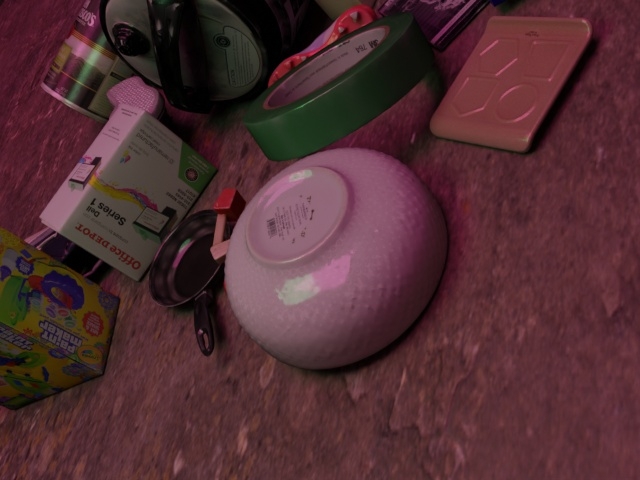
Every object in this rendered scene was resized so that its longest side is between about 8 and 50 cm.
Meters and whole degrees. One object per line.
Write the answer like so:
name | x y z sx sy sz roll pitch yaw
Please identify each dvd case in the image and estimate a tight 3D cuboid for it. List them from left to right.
dvd case | 0.210 -0.429 1.376 0.164 0.018 0.221 -45 38 5

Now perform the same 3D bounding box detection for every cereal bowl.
cereal bowl | 0.000 0.000 1.105 0.339 0.141 0.338 -17 51 22

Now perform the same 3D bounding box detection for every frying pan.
frying pan | -0.194 0.057 1.357 0.197 0.053 0.326 -54 41 -3

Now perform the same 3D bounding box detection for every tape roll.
tape roll | 0.027 -0.251 1.276 0.321 0.077 0.321 -29 21 12

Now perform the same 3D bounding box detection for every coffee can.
coffee can | -0.528 -0.448 1.925 0.275 0.202 0.201 -59 38 7

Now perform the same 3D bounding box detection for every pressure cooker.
pressure cooker | -0.229 -0.473 1.560 0.376 0.370 0.420 -14 48 42

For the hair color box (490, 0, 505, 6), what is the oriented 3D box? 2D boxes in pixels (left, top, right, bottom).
hair color box | 0.308 -0.552 1.295 0.185 0.110 0.338 -26 43 18

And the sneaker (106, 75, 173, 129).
sneaker | -0.385 -0.262 1.721 0.126 0.127 0.321 -27 30 -4

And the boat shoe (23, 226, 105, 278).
boat shoe | -0.566 0.054 1.656 0.340 0.127 0.158 -42 32 10

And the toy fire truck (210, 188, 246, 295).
toy fire truck | -0.132 0.011 1.300 0.135 0.047 0.192 8 64 23

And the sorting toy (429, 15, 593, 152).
sorting toy | 0.276 -0.229 1.144 0.193 0.038 0.208 21 81 50

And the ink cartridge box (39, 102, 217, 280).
ink cartridge box | -0.369 -0.091 1.522 0.117 0.201 0.278 24 78 50

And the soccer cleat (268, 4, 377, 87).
soccer cleat | 0.007 -0.349 1.478 0.248 0.083 0.095 -37 11 24

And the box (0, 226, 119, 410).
box | -0.590 0.156 1.472 0.279 0.290 0.177 -23 46 30

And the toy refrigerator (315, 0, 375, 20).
toy refrigerator | 0.084 -0.575 1.555 0.102 0.094 0.269 4 63 46
